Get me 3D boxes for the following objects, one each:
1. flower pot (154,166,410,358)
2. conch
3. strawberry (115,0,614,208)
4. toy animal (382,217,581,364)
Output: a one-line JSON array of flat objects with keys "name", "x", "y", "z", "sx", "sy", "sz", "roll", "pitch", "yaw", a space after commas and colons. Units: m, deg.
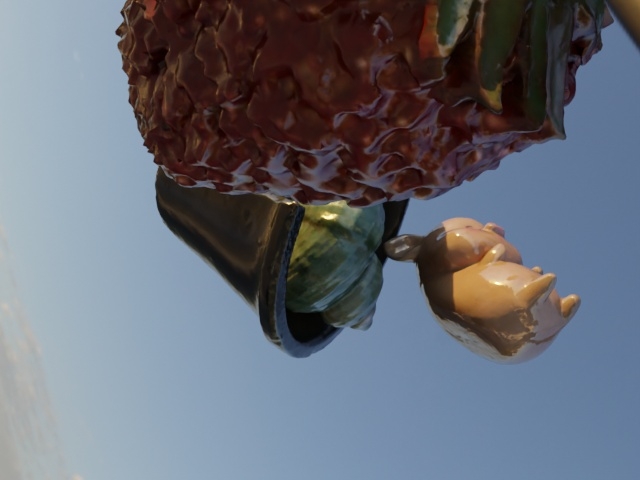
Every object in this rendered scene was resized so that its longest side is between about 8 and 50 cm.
[{"name": "flower pot", "x": -0.052, "y": -0.056, "z": 1.032, "sx": 0.251, "sy": 0.379, "sz": 0.380, "roll": 21, "pitch": -54, "yaw": 22}, {"name": "conch", "x": 0.000, "y": 0.000, "z": 1.009, "sx": 0.277, "sy": 0.195, "sz": 0.220, "roll": 60, "pitch": -25, "yaw": -8}, {"name": "strawberry", "x": 0.015, "y": -0.158, "z": 0.515, "sx": 0.343, "sy": 0.292, "sz": 0.292, "roll": -4, "pitch": -80, "yaw": 57}, {"name": "toy animal", "x": 0.215, "y": 0.064, "z": 1.027, "sx": 0.166, "sy": 0.154, "sz": 0.250, "roll": 41, "pitch": 7, "yaw": -35}]
